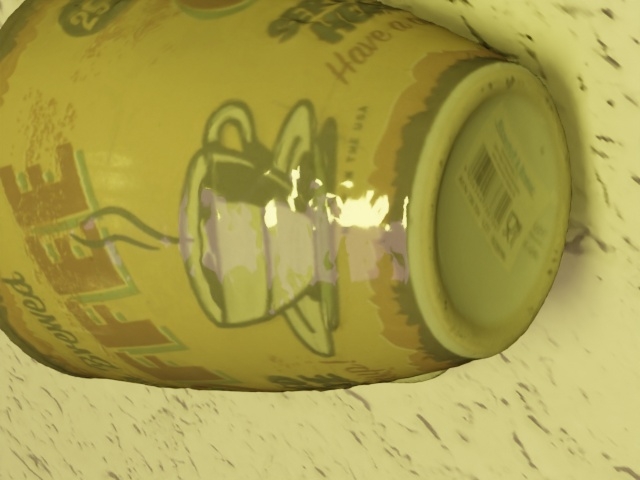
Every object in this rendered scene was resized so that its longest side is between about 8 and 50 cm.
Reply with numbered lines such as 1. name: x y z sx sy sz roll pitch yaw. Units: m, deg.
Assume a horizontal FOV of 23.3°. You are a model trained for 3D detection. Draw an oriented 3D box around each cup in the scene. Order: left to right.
1. cup: 0.000 0.000 0.802 0.257 0.227 0.301 11 155 37
